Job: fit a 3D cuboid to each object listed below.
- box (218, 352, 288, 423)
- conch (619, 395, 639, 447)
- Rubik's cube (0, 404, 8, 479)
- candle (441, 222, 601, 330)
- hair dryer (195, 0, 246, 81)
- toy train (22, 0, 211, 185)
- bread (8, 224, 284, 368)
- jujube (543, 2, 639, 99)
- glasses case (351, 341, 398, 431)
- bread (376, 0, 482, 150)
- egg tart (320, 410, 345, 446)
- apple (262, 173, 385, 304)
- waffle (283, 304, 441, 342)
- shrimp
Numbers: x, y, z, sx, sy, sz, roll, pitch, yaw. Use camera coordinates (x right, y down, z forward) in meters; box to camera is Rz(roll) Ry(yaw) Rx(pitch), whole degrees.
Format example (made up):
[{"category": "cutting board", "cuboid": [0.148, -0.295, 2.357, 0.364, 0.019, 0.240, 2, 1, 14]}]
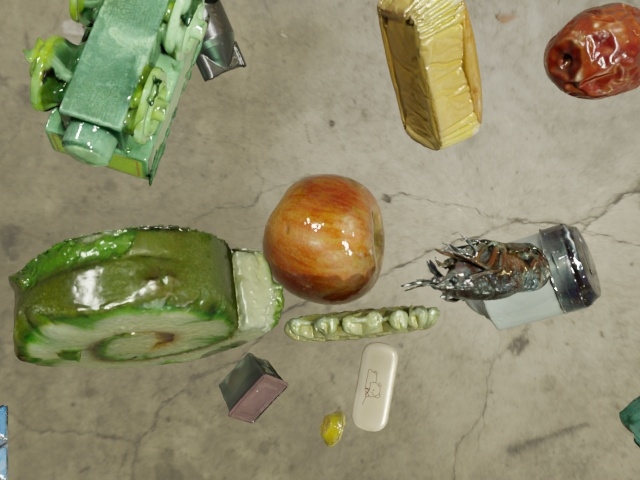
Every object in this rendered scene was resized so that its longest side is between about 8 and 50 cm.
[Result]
[{"category": "box", "cuboid": [-0.103, 0.218, 1.060, 0.084, 0.060, 0.063, -49, 48, 7]}, {"category": "conch", "cuboid": [0.526, 0.254, 0.992, 0.196, 0.202, 0.134, 35, 97, 14]}, {"category": "Rubik's cube", "cuboid": [-0.600, 0.419, 1.289, 0.178, 0.211, 0.190, 42, 87, 17]}, {"category": "candle", "cuboid": [0.499, 0.102, 1.774, 0.343, 0.221, 0.221, -20, 86, 23]}, {"category": "hair dryer", "cuboid": [-0.200, -0.495, 1.512, 0.303, 0.116, 0.244, -13, 106, 51]}, {"category": "toy train", "cuboid": [-0.230, -0.206, 0.841, 0.159, 0.188, 0.271, 18, 75, -7]}, {"category": "bread", "cuboid": [-0.239, 0.097, 1.034, 0.382, 0.366, 0.129, -6, 71, -15]}, {"category": "jujube", "cuboid": [0.513, -0.341, 1.290, 0.174, 0.251, 0.174, 23, 120, 47]}, {"category": "glasses case", "cuboid": [0.121, 0.322, 1.582, 0.083, 0.050, 0.196, 8, 90, 13]}, {"category": "bread", "cuboid": [0.182, -0.291, 1.180, 0.119, 0.288, 0.152, -33, 40, -16]}, {"category": "egg tart", "cuboid": [0.029, 0.503, 1.925, 0.039, 0.105, 0.105, 25, 97, -18]}, {"category": "apple", "cuboid": [0.000, 0.000, 1.561, 0.302, 0.301, 0.301, 0, 91, 14]}, {"category": "waffle", "cuboid": [0.084, 0.167, 1.419, 0.310, 0.292, 0.056, -8, 80, 6]}, {"category": "shrimp", "cuboid": [0.317, 0.071, 1.507, 0.373, 0.172, 0.137, 2, 63, -19]}]
